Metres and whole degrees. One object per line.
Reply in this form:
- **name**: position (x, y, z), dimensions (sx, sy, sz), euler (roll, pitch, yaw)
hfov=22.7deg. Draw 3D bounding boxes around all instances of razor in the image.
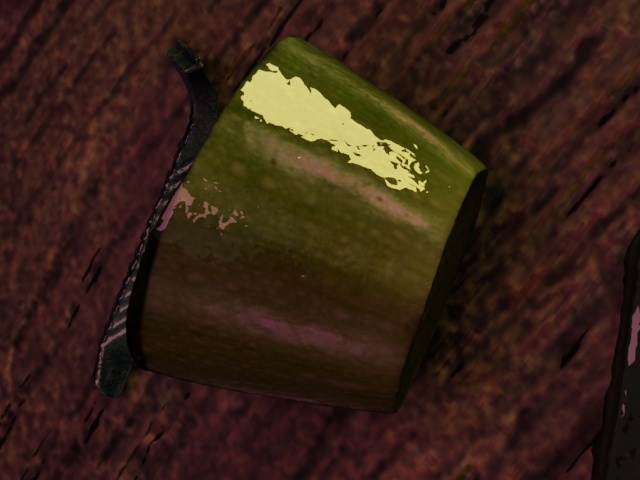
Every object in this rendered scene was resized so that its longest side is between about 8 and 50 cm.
- **razor**: position (-0.084, -0.007, 0.835), dimensions (0.066, 0.033, 0.190), euler (-135, 60, -70)

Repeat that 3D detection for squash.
- **squash**: position (0.000, 0.000, 0.724), dimensions (0.123, 0.170, 0.170), euler (20, 98, 10)

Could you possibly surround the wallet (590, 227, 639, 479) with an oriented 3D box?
- **wallet**: position (0.264, 0.090, 0.634), dimensions (0.321, 0.044, 0.170), euler (7, 90, 31)
